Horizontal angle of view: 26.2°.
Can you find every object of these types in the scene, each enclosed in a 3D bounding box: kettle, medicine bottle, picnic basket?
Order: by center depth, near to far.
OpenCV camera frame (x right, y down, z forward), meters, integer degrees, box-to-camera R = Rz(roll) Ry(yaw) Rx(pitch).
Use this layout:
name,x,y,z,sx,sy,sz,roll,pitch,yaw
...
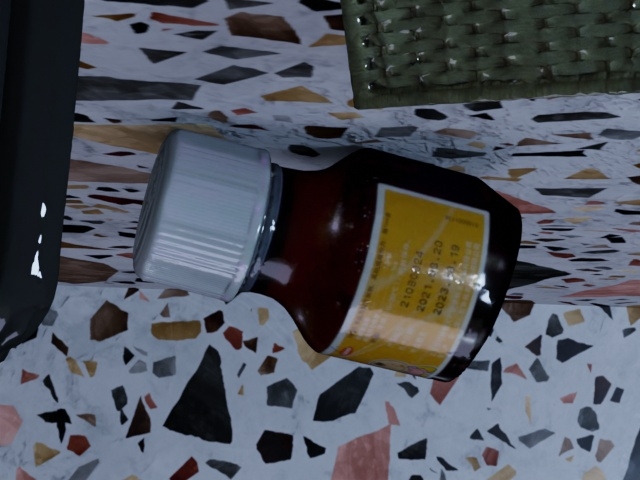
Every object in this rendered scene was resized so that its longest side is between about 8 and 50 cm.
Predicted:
name,x,y,z,sx,sy,sz,roll,pitch,yaw
picnic basket,0.117,-0.158,0.716,0.196,0.154,0.134,-2,-165,23
kettle,-0.220,-0.087,0.764,0.262,0.308,0.203,0,171,16
medicine bottle,0.000,0.000,1.507,0.395,0.243,0.242,17,168,-8
